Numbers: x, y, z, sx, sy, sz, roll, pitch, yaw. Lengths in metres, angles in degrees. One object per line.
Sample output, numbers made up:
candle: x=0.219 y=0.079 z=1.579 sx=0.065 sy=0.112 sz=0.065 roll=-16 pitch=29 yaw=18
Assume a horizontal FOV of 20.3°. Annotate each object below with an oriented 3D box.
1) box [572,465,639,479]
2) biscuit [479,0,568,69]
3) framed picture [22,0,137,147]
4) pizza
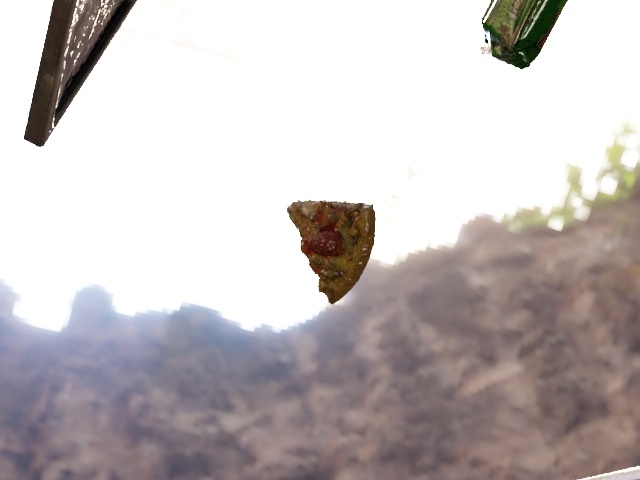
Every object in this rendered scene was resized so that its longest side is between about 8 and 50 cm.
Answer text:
box: x=0.170 y=0.122 z=0.839 sx=0.207 sy=0.041 sz=0.050 roll=-16 pitch=174 yaw=28
biscuit: x=0.092 y=-0.110 z=0.722 sx=0.016 sy=0.089 sz=0.046 roll=21 pitch=-164 yaw=-25
framed picture: x=-0.117 y=-0.158 z=1.002 sx=0.015 sy=0.203 sz=0.150 roll=27 pitch=-122 yaw=-1
pizza: x=0.000 y=0.000 z=1.284 sx=0.078 sy=0.083 sz=0.025 roll=30 pitch=-152 yaw=22
